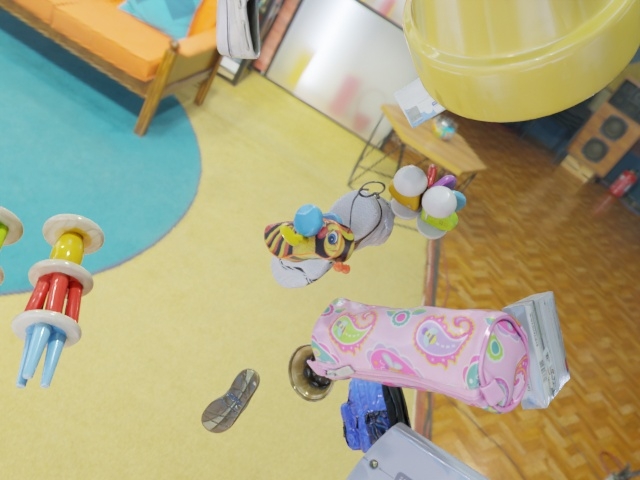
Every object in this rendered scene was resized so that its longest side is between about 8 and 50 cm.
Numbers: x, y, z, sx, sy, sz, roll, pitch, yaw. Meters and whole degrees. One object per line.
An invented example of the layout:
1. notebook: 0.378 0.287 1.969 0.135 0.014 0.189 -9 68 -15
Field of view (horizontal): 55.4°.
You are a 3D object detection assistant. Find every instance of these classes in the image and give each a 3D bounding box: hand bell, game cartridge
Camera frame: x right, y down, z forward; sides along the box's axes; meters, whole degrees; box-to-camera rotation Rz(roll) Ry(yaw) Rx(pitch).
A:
1. hand bell: 0.047 0.289 1.419 0.126 0.126 0.242 49 25 26
2. game cartridge: 0.101 0.412 0.822 0.198 0.297 0.062 29 7 31

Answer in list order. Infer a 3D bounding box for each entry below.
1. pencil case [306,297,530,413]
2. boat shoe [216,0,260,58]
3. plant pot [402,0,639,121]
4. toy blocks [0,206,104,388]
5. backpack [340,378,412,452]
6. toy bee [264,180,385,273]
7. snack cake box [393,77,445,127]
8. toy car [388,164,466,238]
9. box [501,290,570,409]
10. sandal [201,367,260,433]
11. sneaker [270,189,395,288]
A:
1. pencil case: 0.113 0.140 0.771 0.284 0.124 0.124 -2 1 44
2. boat shoe: -0.142 -0.471 1.132 0.088 0.268 0.096 12 28 9
3. plant pot: 0.191 -0.294 0.619 0.239 0.254 0.254 54 6 -50
4. toy blocks: -0.251 0.045 0.490 0.123 0.054 0.148 7 49 -11
5. backpack: 0.083 0.268 0.961 0.098 0.101 0.120 31 48 -68
6. toy bee: 0.000 0.000 1.297 0.195 0.298 0.162 7 66 -31
7. snack cake box: 0.288 -0.347 1.353 0.089 0.152 0.264 59 36 -5
8. toy car: 0.251 -0.104 1.388 0.182 0.159 0.136 38 70 19
9. box: 0.331 0.159 0.922 0.186 0.038 0.145 -5 83 -57
10. sandal: -0.194 0.362 1.371 0.072 0.180 0.049 41 5 18
11. sneaker: 0.047 0.002 1.562 0.210 0.365 0.137 -7 63 -56
